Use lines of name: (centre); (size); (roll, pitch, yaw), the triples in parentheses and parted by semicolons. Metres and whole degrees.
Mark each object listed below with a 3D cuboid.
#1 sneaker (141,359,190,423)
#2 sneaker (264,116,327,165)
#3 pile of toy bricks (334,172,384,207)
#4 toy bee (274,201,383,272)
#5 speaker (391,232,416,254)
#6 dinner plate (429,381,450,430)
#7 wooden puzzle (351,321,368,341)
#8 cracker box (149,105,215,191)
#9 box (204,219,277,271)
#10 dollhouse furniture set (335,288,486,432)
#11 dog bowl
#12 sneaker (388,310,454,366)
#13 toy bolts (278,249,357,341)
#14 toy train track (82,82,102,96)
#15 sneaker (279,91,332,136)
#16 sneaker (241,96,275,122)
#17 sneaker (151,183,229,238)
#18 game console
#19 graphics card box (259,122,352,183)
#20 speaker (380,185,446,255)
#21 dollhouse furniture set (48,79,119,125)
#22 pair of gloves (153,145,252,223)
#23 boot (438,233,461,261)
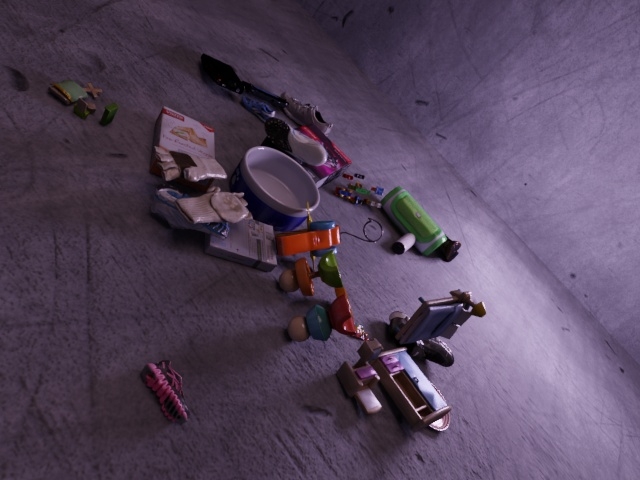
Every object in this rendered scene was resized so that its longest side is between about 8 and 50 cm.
sneaker: (-0.256, 0.258, 0.708); (0.119, 0.047, 0.057); (53, 23, 12)
sneaker: (-0.084, -0.325, 1.355); (0.237, 0.085, 0.086); (32, 10, -10)
pile of toy bricks: (0.145, -0.205, 1.615); (0.212, 0.118, 0.105); (12, 11, -26)
toy bee: (0.000, 0.000, 1.171); (0.298, 0.195, 0.162); (14, 0, -24)
speaker: (0.328, 0.012, 1.590); (0.055, 0.055, 0.136); (49, 33, 8)
dinner plate: (0.296, 0.446, 1.104); (0.141, 0.017, 0.141); (27, 37, -23)
wooden puzzle: (0.100, 0.249, 1.126); (0.083, 0.006, 0.049); (24, 38, -28)
cracker box: (-0.378, -0.256, 1.129); (0.155, 0.067, 0.232); (19, 40, -34)
box: (-0.206, -0.005, 1.056); (0.186, 0.038, 0.145); (21, 39, -32)
dollhouse furniture set: (0.256, 0.276, 0.960); (0.286, 0.303, 0.198); (3, 38, -45)
dog bowl: (-0.137, -0.158, 1.241); (0.265, 0.104, 0.265); (28, 35, -22)
sneaker: (0.290, 0.315, 1.196); (0.234, 0.078, 0.106); (38, 36, -2)
toy bolts: (-0.007, 0.173, 1.029); (0.228, 0.158, 0.218); (-103, 176, -54)
toy train track: (-0.623, -0.395, 1.074); (0.083, 0.014, 0.048); (-19, 74, -48)
sneaker: (-0.056, -0.553, 1.760); (0.281, 0.115, 0.105); (45, 33, 2)
sneaker: (-0.239, -0.517, 1.578); (0.144, 0.059, 0.053); (35, 35, -8)
sneaker: (-0.308, -0.052, 0.957); (0.190, 0.083, 0.071); (33, 26, -12)
game console: (-0.292, -0.620, 1.616); (0.361, 0.044, 0.213); (12, 33, -38)
graphics card box: (-0.049, -0.307, 1.513); (0.233, 0.094, 0.371); (46, 35, 3)
speaker: (0.385, -0.082, 1.693); (0.296, 0.131, 0.131); (51, 34, 11)
dollhouse furniture set: (-0.591, -0.360, 1.017); (0.151, 0.058, 0.076); (40, 38, -11)
pair of gloves: (-0.277, -0.132, 0.980); (0.204, 0.042, 0.240); (-3, 51, -53)
boot: (0.534, 0.022, 1.737); (0.106, 0.082, 0.219); (47, -1, 22)
